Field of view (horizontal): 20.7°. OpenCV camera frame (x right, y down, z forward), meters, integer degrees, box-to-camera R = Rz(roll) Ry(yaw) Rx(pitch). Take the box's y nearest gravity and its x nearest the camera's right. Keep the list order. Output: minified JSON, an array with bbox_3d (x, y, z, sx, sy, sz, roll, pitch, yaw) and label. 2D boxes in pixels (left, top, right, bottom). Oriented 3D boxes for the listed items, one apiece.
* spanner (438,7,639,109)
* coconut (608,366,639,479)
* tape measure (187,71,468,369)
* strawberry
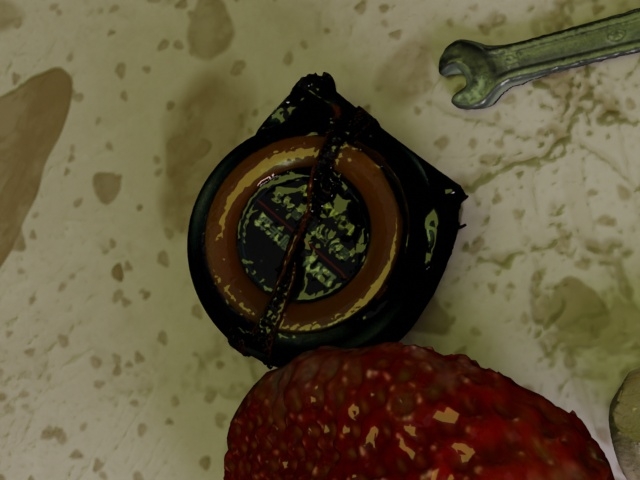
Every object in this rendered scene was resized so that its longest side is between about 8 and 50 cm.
[{"bbox_3d":[0.241,-0.164,1.418,0.302,0.017,0.071,-15,77,15],"label":"spanner"},{"bbox_3d":[0.281,0.140,1.309,0.124,0.110,0.110,-17,77,20],"label":"coconut"},{"bbox_3d":[0.000,0.000,1.412,0.202,0.135,0.223,39,87,17],"label":"tape measure"},{"bbox_3d":[0.070,0.211,1.297,0.351,0.267,0.312,31,123,36],"label":"strawberry"}]
